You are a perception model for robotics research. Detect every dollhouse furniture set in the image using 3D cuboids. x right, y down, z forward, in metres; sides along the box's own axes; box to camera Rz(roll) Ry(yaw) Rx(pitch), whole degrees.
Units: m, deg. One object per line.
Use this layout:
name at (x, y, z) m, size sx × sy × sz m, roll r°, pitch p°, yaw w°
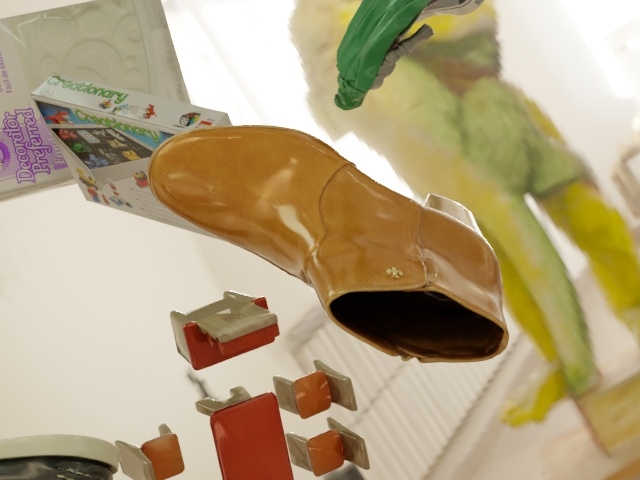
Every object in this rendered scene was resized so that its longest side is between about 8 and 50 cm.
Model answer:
dollhouse furniture set at (-0.083, 0.197, 1.617) m, size 0.262 × 0.259 × 0.135 m, roll -20°, pitch 19°, yaw -24°

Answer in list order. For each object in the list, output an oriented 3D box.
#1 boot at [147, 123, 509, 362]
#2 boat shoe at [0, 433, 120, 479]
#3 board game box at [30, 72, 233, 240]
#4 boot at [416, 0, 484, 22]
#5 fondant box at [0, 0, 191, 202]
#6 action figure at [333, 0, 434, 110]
boot at (0.000, 0.001, 1.130) m, size 0.211 × 0.295 × 0.104 m, roll -85°, pitch 10°, yaw -68°
boat shoe at (-0.335, 0.251, 1.303) m, size 0.340 × 0.113 × 0.127 m, roll -9°, pitch -24°, yaw 14°
board game box at (-0.214, -0.102, 1.867) m, size 0.305 × 0.193 × 0.053 m, roll 16°, pitch 53°, yaw 34°
boot at (0.108, -0.303, 1.717) m, size 0.190 × 0.086 × 0.069 m, roll -2°, pitch 58°, yaw 53°
fondant box at (-0.360, -0.203, 2.081) m, size 0.330 × 0.238 × 0.096 m, roll -16°, pitch -1°, yaw -22°
action figure at (0.074, -0.228, 1.465) m, size 0.232 × 0.063 × 0.137 m, roll -58°, pitch 37°, yaw 24°
